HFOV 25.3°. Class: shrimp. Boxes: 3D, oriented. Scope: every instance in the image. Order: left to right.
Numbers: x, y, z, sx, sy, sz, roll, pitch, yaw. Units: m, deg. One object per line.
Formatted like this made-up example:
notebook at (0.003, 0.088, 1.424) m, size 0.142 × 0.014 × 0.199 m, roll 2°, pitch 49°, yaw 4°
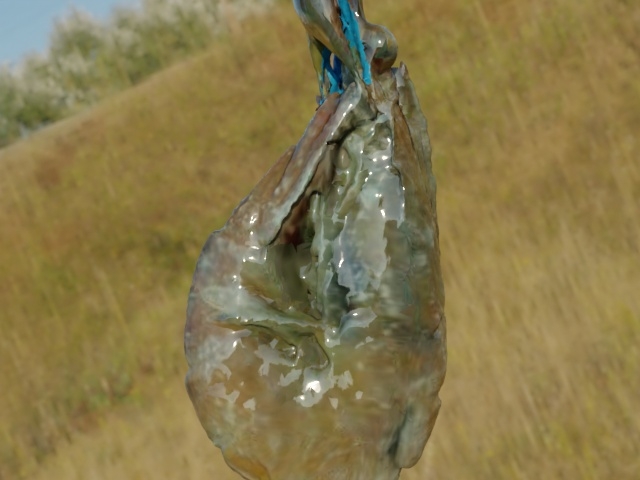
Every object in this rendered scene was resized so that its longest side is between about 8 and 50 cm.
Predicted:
shrimp at (0.000, 0.000, 1.183) m, size 0.221 × 0.446 × 0.110 m, roll 2°, pitch -1°, yaw -9°
